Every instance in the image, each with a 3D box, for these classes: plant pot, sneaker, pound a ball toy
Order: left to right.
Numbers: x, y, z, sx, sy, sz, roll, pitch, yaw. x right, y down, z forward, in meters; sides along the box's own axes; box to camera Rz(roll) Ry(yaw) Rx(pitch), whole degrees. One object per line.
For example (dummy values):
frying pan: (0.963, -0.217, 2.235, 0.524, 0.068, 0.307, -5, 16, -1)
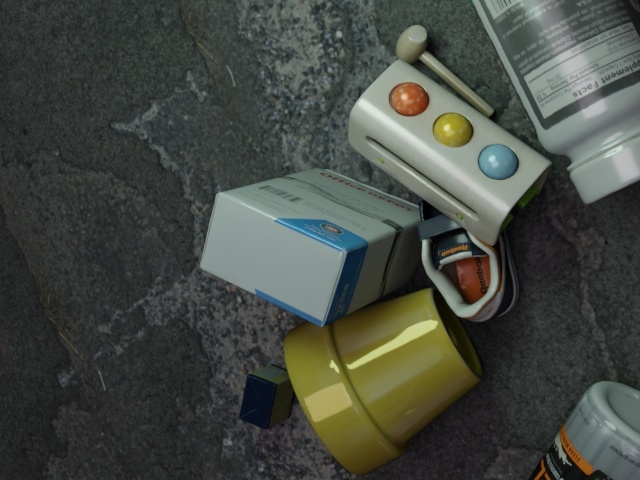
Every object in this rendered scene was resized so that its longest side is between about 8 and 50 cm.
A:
plant pot: (0.107, 0.196, 1.916, 0.239, 0.254, 0.254, -30, 83, 14)
pound a ball toy: (0.192, -0.176, 1.812, 0.319, 0.208, 0.135, 38, 158, 15)
sneaker: (0.211, -0.033, 1.880, 0.126, 0.127, 0.321, -21, 87, 30)

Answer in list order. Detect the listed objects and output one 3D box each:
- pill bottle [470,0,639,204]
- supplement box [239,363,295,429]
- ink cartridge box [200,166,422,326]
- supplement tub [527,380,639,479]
pill bottle: (0.362, -0.245, 1.717, 0.204, 0.204, 0.361, -27, 85, 29)
supplement box: (-0.087, 0.263, 2.109, 0.056, 0.083, 0.083, 19, 107, 24)
ink cartridge box: (0.000, 0.000, 1.893, 0.223, 0.307, 0.129, 24, 111, 23)
supplement tub: (0.397, 0.378, 1.806, 0.193, 0.193, 0.316, 34, 112, 19)
